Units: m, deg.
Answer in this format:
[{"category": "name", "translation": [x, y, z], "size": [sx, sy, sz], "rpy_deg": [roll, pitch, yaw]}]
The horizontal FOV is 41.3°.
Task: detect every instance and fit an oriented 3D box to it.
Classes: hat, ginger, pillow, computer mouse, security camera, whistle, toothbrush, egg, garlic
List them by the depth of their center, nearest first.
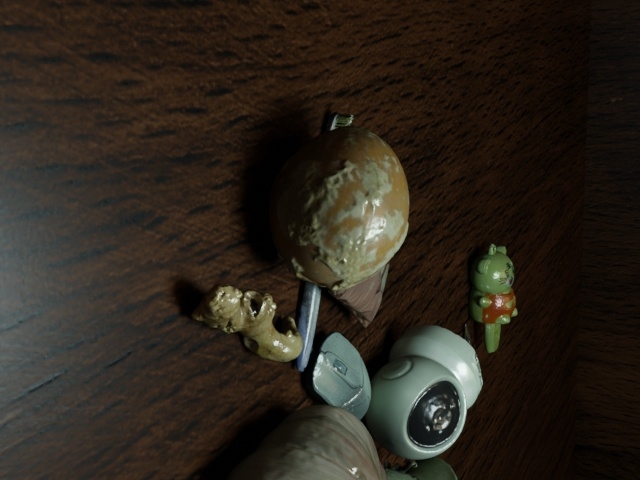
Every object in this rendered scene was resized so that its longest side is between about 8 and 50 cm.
[{"category": "ginger", "translation": [-0.085, 0.109, 1.150], "size": [0.089, 0.075, 0.288], "rpy_deg": [-41, 151, 7]}, {"category": "egg", "translation": [0.029, -0.049, 1.200], "size": [0.203, 0.203, 0.245], "rpy_deg": [50, 51, -54]}, {"category": "garlic", "translation": [-0.012, 0.395, 1.203], "size": [0.322, 0.241, 0.322], "rpy_deg": [-39, 145, -34]}, {"category": "toothbrush", "translation": [0.000, 0.000, 1.331], "size": [0.035, 0.042, 0.413], "rpy_deg": [15, 84, -62]}, {"category": "pillow", "translation": [0.072, 0.010, 1.402], "size": [0.223, 0.084, 0.236], "rpy_deg": [51, 51, -69]}, {"category": "computer mouse", "translation": [0.039, 0.237, 1.413], "size": [0.229, 0.068, 0.113], "rpy_deg": [62, 41, -47]}, {"category": "hat", "translation": [0.117, 0.482, 1.511], "size": [0.130, 0.257, 0.257], "rpy_deg": [33, 61, -24]}, {"category": "security camera", "translation": [0.178, 0.292, 1.573], "size": [0.236, 0.194, 0.194], "rpy_deg": [-44, 132, -44]}, {"category": "whistle", "translation": [0.425, 0.143, 2.092], "size": [0.131, 0.106, 0.288], "rpy_deg": [-30, 121, -50]}]

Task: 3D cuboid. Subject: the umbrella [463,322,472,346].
[{"category": "umbrella", "translation": [0.358, 0.239, 2.079], "size": [0.031, 0.020, 0.083], "rpy_deg": [-48, 130, -50]}]
